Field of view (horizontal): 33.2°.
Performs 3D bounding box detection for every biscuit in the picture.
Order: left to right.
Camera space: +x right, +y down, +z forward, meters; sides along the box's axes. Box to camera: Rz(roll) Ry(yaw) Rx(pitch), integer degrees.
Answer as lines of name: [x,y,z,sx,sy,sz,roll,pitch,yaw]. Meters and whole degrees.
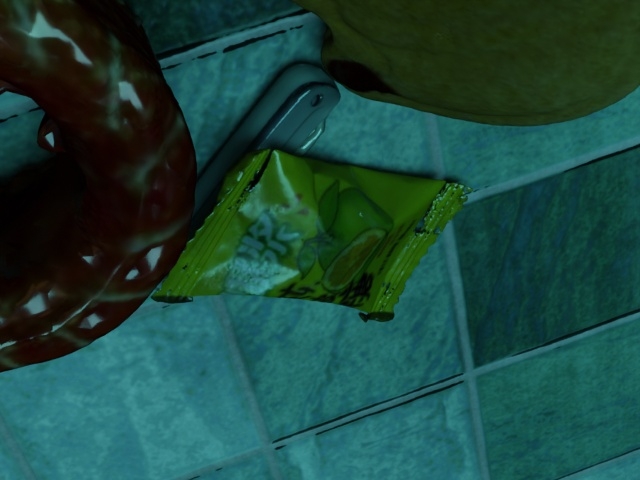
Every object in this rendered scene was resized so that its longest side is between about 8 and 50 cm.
biscuit: [0.080,-0.233,0.759,0.349,0.078,0.455,-4,144,35]

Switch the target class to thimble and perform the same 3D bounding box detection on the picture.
thimble: [-0.271,-0.076,0.793,0.350,0.230,0.350,-10,126,-14]

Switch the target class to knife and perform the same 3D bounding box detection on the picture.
knife: [-0.075,-0.052,0.997,0.265,0.040,0.073,-49,142,17]

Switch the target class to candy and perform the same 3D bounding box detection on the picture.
candy: [0.000,0.000,1.034,0.297,0.081,0.187,7,123,-42]
